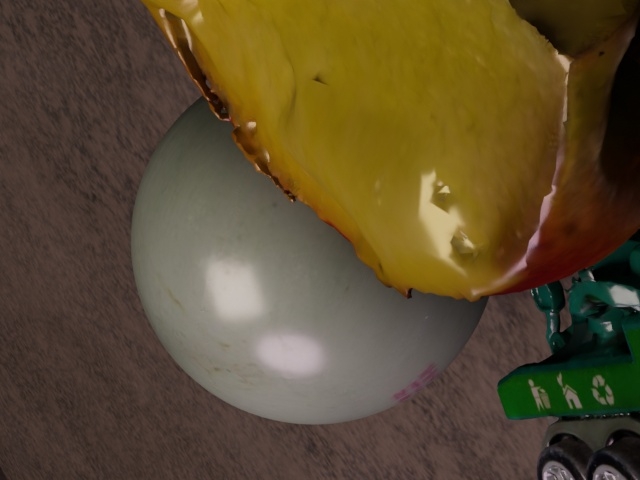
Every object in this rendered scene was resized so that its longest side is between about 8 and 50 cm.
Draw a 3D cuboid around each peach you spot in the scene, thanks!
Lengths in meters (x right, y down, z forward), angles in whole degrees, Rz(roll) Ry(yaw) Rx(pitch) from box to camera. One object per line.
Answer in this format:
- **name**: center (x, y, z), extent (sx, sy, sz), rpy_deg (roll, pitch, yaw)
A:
- **peach**: center (0.053, -0.159, 0.926), extent (0.380, 0.242, 0.306), rpy_deg (42, 150, 25)

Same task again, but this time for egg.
- **egg**: center (0.000, 0.000, 1.203), extent (0.230, 0.230, 0.371), rpy_deg (53, -174, 4)

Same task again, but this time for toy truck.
- **toy truck**: center (0.222, 0.059, 1.000), extent (0.363, 0.176, 0.178), rpy_deg (-9, 101, 64)
